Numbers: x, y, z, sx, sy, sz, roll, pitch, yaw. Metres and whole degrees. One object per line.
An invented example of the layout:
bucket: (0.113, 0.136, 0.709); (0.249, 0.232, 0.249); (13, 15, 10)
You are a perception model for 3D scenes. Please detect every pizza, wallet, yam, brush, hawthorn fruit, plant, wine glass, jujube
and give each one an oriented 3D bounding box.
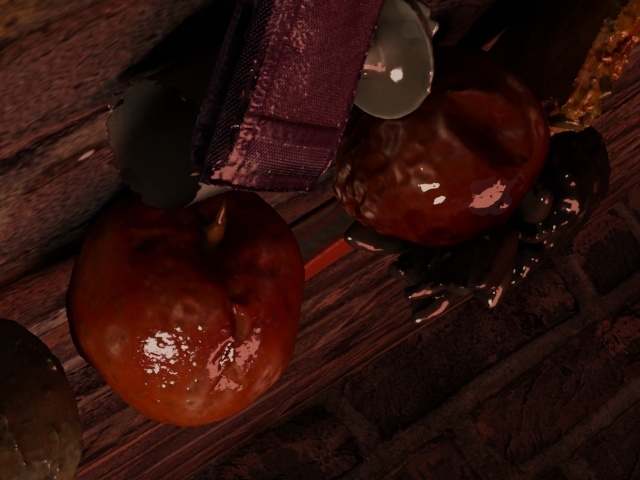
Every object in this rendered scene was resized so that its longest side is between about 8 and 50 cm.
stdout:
pizza: (0.214, -0.155, 1.514); (0.292, 0.058, 0.197); (-43, -154, 18)
wallet: (-0.009, -0.106, 0.997); (0.111, 0.030, 0.165); (3, 111, -51)
yam: (-0.320, 0.182, 1.208); (0.304, 0.168, 0.168); (-27, 167, -38)
brush: (0.000, 0.001, 1.802); (0.323, 0.051, 0.070); (-32, 172, -22)
hawthorn fruit: (-0.089, 0.032, 1.269); (0.179, 0.179, 0.200); (-29, 165, -35)
plant: (0.159, -0.038, 1.739); (0.321, 0.181, 0.194); (-21, 149, -56)
wine glass: (-0.026, -0.092, 1.095); (0.222, 0.103, 0.103); (-29, 169, -43)
jujube: (0.091, -0.071, 1.458); (0.168, 0.168, 0.236); (-32, -179, -24)
